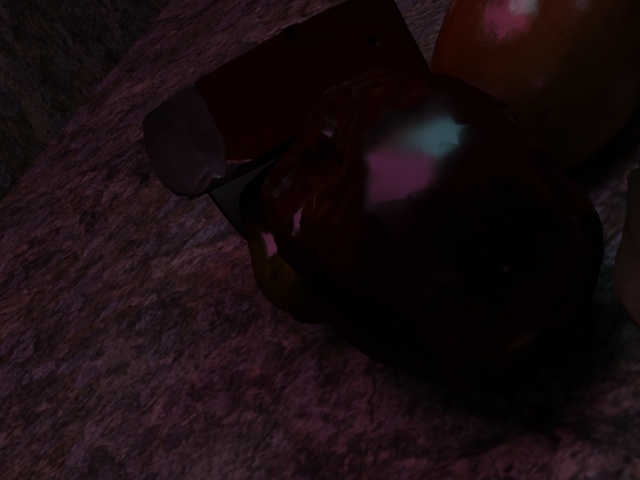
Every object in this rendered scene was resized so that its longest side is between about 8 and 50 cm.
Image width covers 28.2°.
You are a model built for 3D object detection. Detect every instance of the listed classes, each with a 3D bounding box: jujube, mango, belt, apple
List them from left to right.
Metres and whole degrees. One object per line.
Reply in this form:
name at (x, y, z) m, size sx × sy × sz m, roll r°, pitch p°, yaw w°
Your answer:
belt at (-0.039, -0.160, 1.391) m, size 0.324 × 0.115 × 0.227 m, roll -29°, pitch 1°, yaw -18°
mango at (0.000, 0.000, 1.412) m, size 0.136 × 0.166 × 0.236 m, roll -11°, pitch 19°, yaw 29°
jujube at (0.093, -0.015, 1.152) m, size 0.276 × 0.276 × 0.377 m, roll -39°, pitch 18°, yaw 1°
apple at (0.222, -0.191, 1.344) m, size 0.242 × 0.242 × 0.241 m, roll -15°, pitch 33°, yaw 47°

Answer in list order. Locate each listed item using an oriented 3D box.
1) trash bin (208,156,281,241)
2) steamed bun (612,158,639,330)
trash bin at (-0.015, -0.140, 1.651) m, size 0.262 × 0.217 × 0.277 m, roll -35°, pitch 28°, yaw 11°
steamed bun at (0.328, -0.014, 0.845) m, size 0.280 × 0.207 × 0.268 m, roll -12°, pitch 34°, yaw 47°
